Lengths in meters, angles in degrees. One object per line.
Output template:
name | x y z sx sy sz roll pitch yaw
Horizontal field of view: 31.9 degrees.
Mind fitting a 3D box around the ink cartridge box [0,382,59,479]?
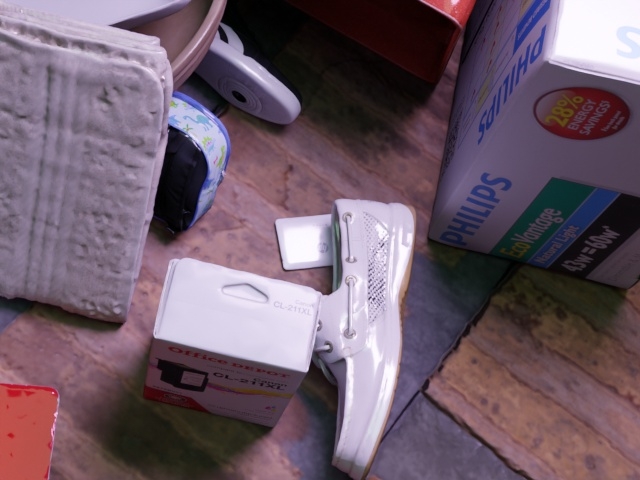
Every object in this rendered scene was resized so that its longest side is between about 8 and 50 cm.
ink cartridge box | -0.356 0.226 0.865 0.272 0.130 0.309 6 66 -10

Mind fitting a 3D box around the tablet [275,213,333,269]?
tablet | 0.000 0.000 1.103 0.083 0.006 0.054 -6 68 -13

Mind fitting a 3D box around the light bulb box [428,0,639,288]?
light bulb box | 0.274 -0.197 1.050 0.225 0.358 0.361 14 66 -4

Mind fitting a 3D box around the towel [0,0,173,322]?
towel | -0.232 -0.062 0.954 0.187 0.282 0.049 14 32 -4

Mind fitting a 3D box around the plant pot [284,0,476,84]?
plant pot | 0.066 -0.338 1.081 0.267 0.267 0.235 31 87 2

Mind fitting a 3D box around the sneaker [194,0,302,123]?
sneaker | -0.087 -0.220 1.140 0.217 0.079 0.121 34 66 6

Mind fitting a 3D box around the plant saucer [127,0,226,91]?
plant saucer | -0.205 -0.195 1.058 0.278 0.041 0.277 -15 50 18

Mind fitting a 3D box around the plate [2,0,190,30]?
plate | -0.233 -0.267 1.070 0.277 0.045 0.278 -15 50 15

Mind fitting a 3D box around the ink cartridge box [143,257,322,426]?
ink cartridge box | -0.080 0.091 0.953 0.127 0.175 0.072 14 65 -5

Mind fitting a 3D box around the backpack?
backpack | -0.136 -0.082 1.051 0.105 0.114 0.084 32 45 5

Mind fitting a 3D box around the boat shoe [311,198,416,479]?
boat shoe | 0.025 0.083 1.027 0.096 0.098 0.277 12 57 -5
